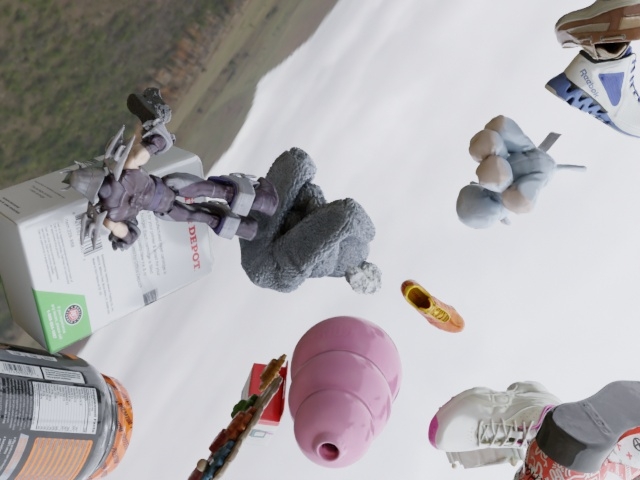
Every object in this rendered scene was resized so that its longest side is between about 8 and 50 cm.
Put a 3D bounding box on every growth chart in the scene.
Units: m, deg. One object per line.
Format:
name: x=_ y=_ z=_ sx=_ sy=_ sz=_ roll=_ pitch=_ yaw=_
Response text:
growth chart: x=0.440 y=0.551 z=2.057 sx=0.237 sy=0.171 sz=0.021 roll=-12 pitch=180 yaw=28

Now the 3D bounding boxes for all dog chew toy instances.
dog chew toy: x=0.035 y=0.266 z=1.289 sx=0.206 sy=0.207 sz=0.332 roll=-54 pitch=-176 yaw=21

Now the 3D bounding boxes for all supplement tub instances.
supplement tub: x=-0.438 y=0.246 z=1.024 sx=0.207 sy=0.338 sz=0.207 roll=-12 pitch=-112 yaw=31

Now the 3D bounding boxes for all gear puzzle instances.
gear puzzle: x=-0.146 y=0.322 z=1.384 sx=0.175 sy=0.044 sz=0.339 roll=-49 pitch=-176 yaw=43

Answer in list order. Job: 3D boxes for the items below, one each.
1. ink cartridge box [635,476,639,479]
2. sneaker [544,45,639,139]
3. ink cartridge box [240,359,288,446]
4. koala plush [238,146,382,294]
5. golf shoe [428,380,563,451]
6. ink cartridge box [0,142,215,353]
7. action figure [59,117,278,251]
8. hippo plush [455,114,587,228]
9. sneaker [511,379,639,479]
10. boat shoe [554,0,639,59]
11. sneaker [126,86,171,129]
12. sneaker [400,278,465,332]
ink cartridge box: x=0.628 y=0.501 z=1.330 sx=0.237 sy=0.172 sz=0.100 roll=-36 pitch=136 yaw=-30
sneaker: x=0.721 y=-0.377 z=1.807 sx=0.182 sy=0.316 sz=0.127 roll=-59 pitch=-155 yaw=27
ink cartridge box: x=-0.133 y=0.367 z=1.689 sx=0.231 sy=0.078 sz=0.134 roll=114 pitch=-17 yaw=-55
koala plush: x=0.000 y=0.000 z=1.179 sx=0.203 sy=0.221 sz=0.196 roll=-51 pitch=-122 yaw=13
golf shoe: x=0.348 y=0.341 z=1.402 sx=0.140 sy=0.306 sz=0.115 roll=25 pitch=-60 yaw=59
ink cartridge box: x=-0.312 y=-0.003 z=1.091 sx=0.289 sy=0.122 sz=0.211 roll=-27 pitch=128 yaw=-38
action figure: x=-0.204 y=-0.059 z=0.985 sx=0.185 sy=0.285 sz=0.099 roll=-58 pitch=-137 yaw=27
hippo plush: x=0.430 y=-0.155 z=1.818 sx=0.294 sy=0.234 sz=0.236 roll=-32 pitch=173 yaw=-36
sneaker: x=0.306 y=0.242 z=0.815 sx=0.090 sy=0.270 sz=0.144 roll=42 pitch=-59 yaw=42
boat shoe: x=0.587 y=-0.435 z=1.565 sx=0.324 sy=0.123 sz=0.116 roll=-134 pitch=-148 yaw=-85
sneaker: x=-0.335 y=-0.256 z=1.530 sx=0.089 sy=0.170 sz=0.051 roll=0 pitch=135 yaw=-52
sneaker: x=0.244 y=0.154 z=1.632 sx=0.064 sy=0.175 sz=0.067 roll=-54 pitch=-168 yaw=10
